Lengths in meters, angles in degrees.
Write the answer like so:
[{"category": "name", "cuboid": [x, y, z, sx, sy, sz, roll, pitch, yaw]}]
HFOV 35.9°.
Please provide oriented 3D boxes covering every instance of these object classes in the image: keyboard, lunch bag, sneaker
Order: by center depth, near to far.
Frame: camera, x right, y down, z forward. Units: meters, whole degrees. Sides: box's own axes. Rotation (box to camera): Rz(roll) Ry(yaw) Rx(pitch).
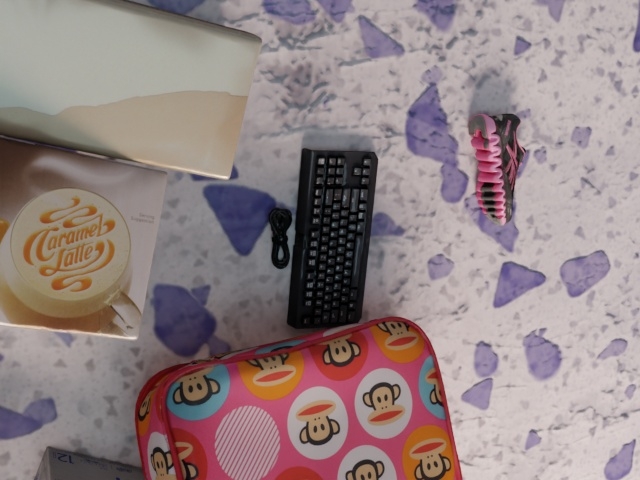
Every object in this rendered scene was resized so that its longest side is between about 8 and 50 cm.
[{"category": "lunch bag", "cuboid": [-0.009, 0.218, 0.917, 0.293, 0.120, 0.258, -9, 82, -28]}, {"category": "keyboard", "cuboid": [0.000, 0.000, 0.972, 0.108, 0.023, 0.180, 1, 104, -18]}, {"category": "sneaker", "cuboid": [0.188, -0.074, 1.003, 0.057, 0.047, 0.119, -18, 111, -24]}]

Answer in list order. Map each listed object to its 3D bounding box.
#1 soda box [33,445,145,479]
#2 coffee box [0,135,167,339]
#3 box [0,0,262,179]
[{"category": "soda box", "cuboid": [-0.145, 0.295, 0.969, 0.286, 0.091, 0.098, 20, 98, -21]}, {"category": "coffee box", "cuboid": [-0.257, -0.010, 0.752, 0.247, 0.098, 0.141, 12, 87, -35]}, {"category": "box", "cuboid": [-0.221, -0.147, 0.796, 0.311, 0.148, 0.121, 11, 102, -18]}]
